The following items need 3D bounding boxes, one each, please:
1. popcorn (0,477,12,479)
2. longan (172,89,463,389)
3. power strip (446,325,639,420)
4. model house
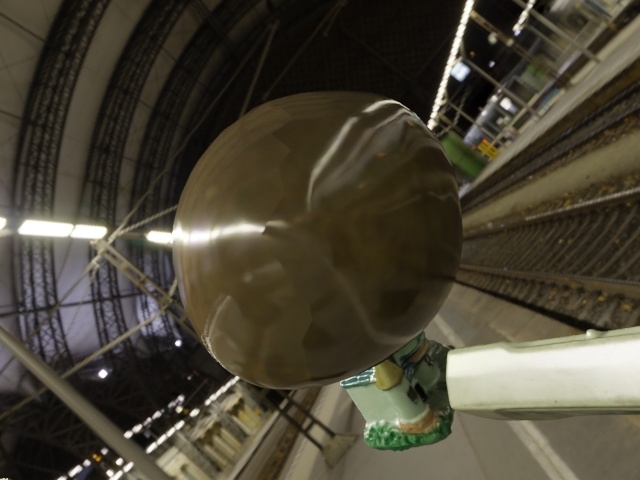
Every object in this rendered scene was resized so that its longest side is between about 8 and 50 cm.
[{"bbox_3d":[-0.260,0.319,0.429,0.173,0.225,0.285,-53,14,49],"label":"popcorn"},{"bbox_3d":[0.000,0.000,0.769,0.404,0.336,0.404,-57,-17,-28],"label":"longan"},{"bbox_3d":[0.174,0.069,0.327,0.286,0.080,0.048,148,125,-60],"label":"power strip"},{"bbox_3d":[0.143,0.236,1.320,0.194,0.324,0.267,-21,22,34],"label":"model house"}]
